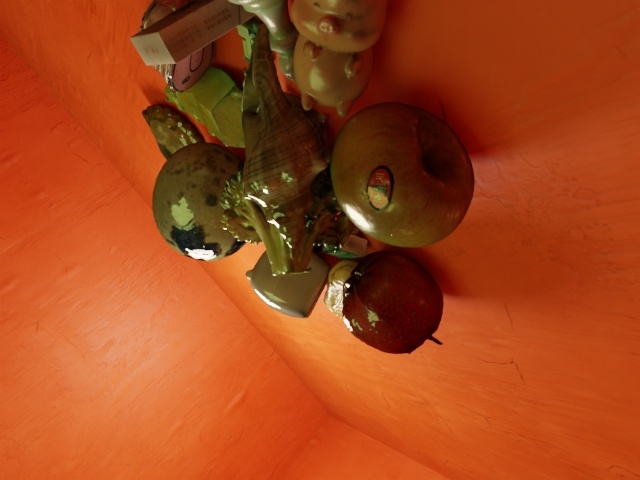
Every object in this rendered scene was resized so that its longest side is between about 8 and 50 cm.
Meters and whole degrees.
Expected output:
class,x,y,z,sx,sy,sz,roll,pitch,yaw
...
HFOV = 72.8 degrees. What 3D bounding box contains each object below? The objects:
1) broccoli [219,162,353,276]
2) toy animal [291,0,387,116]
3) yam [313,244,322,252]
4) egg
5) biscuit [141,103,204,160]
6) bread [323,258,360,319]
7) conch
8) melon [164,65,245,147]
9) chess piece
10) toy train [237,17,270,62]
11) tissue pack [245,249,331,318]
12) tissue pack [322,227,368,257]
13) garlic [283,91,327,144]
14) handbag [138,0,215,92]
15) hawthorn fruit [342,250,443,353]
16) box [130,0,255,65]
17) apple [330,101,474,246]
class,x,y,z,sx,sy,sz,roll,pitch,yaw
broccoli,-0.075,-0.060,1.031,0.293,0.347,0.281,68,-164,-83
toy animal,0.033,-0.338,0.703,0.166,0.154,0.250,7,141,-7
yam,0.000,0.000,1.401,0.032,0.032,0.145,42,155,8
egg,-0.369,-0.125,1.425,0.345,0.345,0.428,39,139,15
biscuit,-0.551,-0.375,1.648,0.335,0.078,0.329,39,150,9
bread,0.104,0.164,1.376,0.172,0.121,0.311,35,154,13
conch,-0.069,-0.180,0.813,0.203,0.169,0.387,-2,86,51
melon,-0.312,-0.387,1.201,0.323,0.124,0.196,38,150,33
chess piece,-0.073,-0.405,0.826,0.139,0.139,0.272,27,161,35
toy train,-0.143,-0.428,0.959,0.081,0.050,0.122,40,155,23
tissue pack,-0.104,0.126,1.453,0.235,0.230,0.333,28,170,5
tissue pack,0.072,0.005,1.252,0.085,0.079,0.111,16,167,-24
garlic,-0.056,-0.275,1.016,0.175,0.099,0.124,54,171,-10
handbag,-0.343,-0.479,1.050,0.116,0.179,0.205,38,146,-2
hawthorn fruit,0.202,0.178,1.123,0.300,0.254,0.254,39,157,-13
box,-0.252,-0.443,0.885,0.149,0.233,0.067,23,149,42
apple,0.140,-0.113,0.762,0.261,0.261,0.194,50,147,-9
